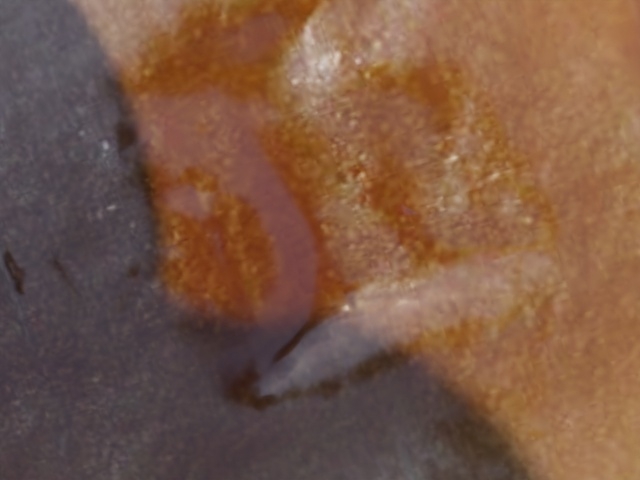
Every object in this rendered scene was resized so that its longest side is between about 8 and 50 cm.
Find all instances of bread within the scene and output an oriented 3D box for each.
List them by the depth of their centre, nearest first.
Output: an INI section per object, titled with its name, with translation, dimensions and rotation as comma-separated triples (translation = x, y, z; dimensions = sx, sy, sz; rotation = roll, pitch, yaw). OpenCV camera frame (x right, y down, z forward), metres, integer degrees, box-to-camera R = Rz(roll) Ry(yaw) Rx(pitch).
[bread]
translation = 0.000, 0.000, 0.546
dimensions = 0.333, 0.143, 0.323
rotation = -19, 98, 15
